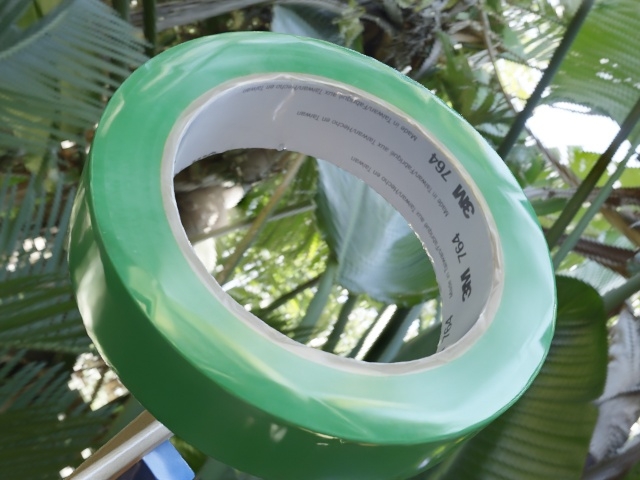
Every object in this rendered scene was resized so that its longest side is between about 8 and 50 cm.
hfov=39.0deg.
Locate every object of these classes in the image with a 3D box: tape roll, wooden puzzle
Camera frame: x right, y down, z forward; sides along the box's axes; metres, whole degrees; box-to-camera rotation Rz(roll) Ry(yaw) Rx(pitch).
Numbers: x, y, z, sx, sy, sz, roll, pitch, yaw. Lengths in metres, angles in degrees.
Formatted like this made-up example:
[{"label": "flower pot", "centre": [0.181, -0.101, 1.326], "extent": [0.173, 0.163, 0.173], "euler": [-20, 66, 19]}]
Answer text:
[{"label": "tape roll", "centre": [0.000, 0.000, 0.603], "extent": [0.321, 0.321, 0.077], "euler": [49, -41, 13]}, {"label": "wooden puzzle", "centre": [-0.249, 0.281, 0.822], "extent": [0.322, 0.348, 0.080], "euler": [-41, -91, 23]}]
